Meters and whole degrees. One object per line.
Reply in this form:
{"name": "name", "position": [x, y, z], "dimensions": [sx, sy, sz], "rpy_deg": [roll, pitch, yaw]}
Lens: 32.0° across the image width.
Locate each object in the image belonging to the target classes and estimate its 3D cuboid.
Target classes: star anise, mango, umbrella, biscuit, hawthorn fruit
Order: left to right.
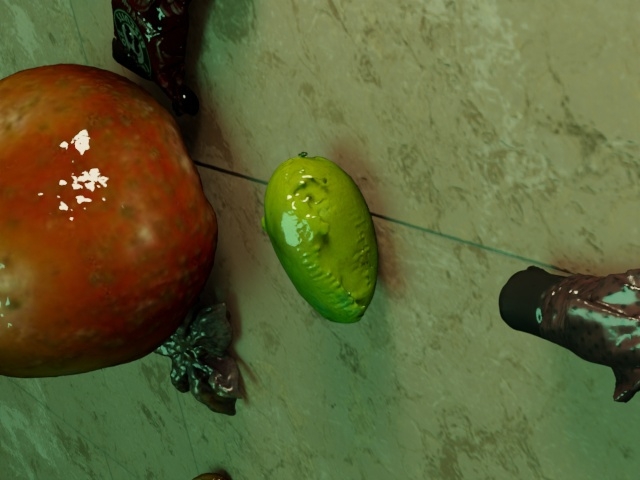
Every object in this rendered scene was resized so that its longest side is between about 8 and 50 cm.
{"name": "hawthorn fruit", "position": [-0.340, -0.011, 1.364], "dimensions": [0.403, 0.403, 0.403], "rpy_deg": [36, 139, 39]}
{"name": "biscuit", "position": [-0.188, -0.256, 1.279], "dimensions": [0.151, 0.063, 0.235], "rpy_deg": [51, 149, 27]}
{"name": "star anise", "position": [-0.178, 0.141, 1.546], "dimensions": [0.197, 0.073, 0.212], "rpy_deg": [16, 122, 49]}
{"name": "mango", "position": [-0.001, 0.000, 1.124], "dimensions": [0.100, 0.119, 0.178], "rpy_deg": [-15, 100, 36]}
{"name": "umbrella", "position": [0.256, 0.068, 0.813], "dimensions": [0.326, 0.090, 0.094], "rpy_deg": [16, 129, 51]}

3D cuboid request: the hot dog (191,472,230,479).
{"name": "hot dog", "position": [-0.177, 0.418, 1.757], "dimensions": [0.099, 0.065, 0.147], "rpy_deg": [49, 145, 6]}
